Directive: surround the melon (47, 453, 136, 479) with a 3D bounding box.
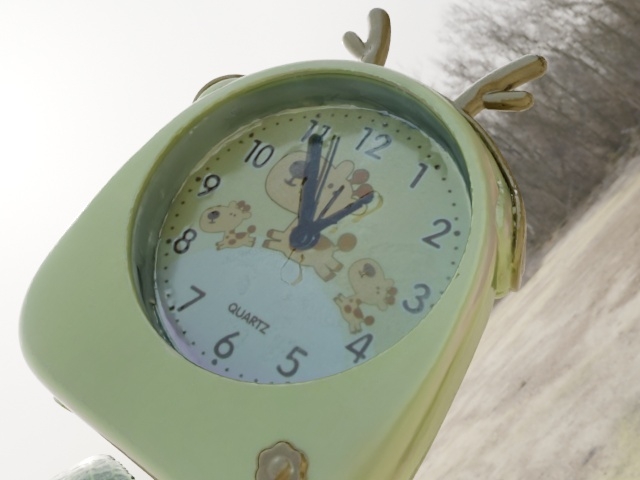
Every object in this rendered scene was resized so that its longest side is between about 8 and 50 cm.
[{"bbox_3d":[-0.170,0.236,0.437,0.129,0.169,0.265,-9,-30,-33],"label":"melon"}]

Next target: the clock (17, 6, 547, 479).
[{"bbox_3d":[0.000,0.000,0.410,0.308,0.235,0.096,-54,-29,-14],"label":"clock"}]
